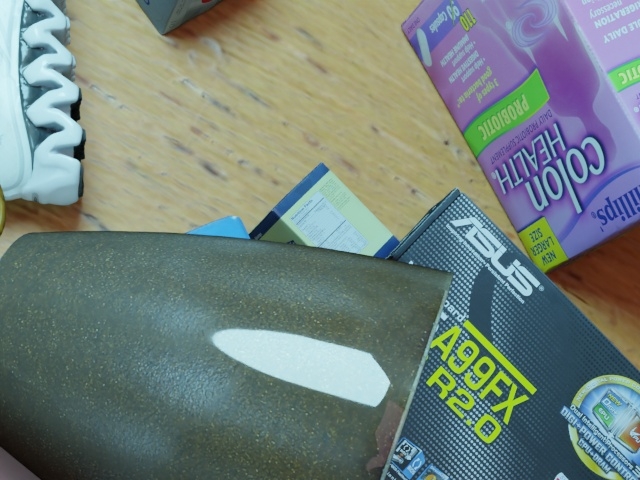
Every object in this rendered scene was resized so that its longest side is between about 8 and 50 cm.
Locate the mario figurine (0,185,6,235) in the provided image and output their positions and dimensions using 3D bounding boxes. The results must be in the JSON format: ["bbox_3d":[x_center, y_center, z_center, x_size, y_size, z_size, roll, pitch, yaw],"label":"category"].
[{"bbox_3d":[-0.353,0.023,0.863,0.321,0.198,0.170,-3,92,17],"label":"mario figurine"}]

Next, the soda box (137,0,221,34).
[{"bbox_3d":[-0.160,-0.308,1.072,0.091,0.098,0.286,-35,87,-23],"label":"soda box"}]

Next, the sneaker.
[{"bbox_3d":[-0.238,-0.166,1.008,0.118,0.110,0.292,-5,76,-9],"label":"sneaker"}]

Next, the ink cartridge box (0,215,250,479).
[{"bbox_3d":[-0.106,0.226,0.897,0.285,0.166,0.395,-24,83,-21],"label":"ink cartridge box"}]

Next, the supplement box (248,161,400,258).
[{"bbox_3d":[0.000,0.000,1.039,0.083,0.083,0.056,46,67,-1],"label":"supplement box"}]

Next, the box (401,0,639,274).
[{"bbox_3d":[0.198,-0.125,1.067,0.117,0.213,0.243,-27,84,-23],"label":"box"}]

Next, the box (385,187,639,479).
[{"bbox_3d":[0.121,0.129,1.053,0.270,0.060,0.216,46,67,-1],"label":"box"}]

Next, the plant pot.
[{"bbox_3d":[-0.070,0.082,0.766,0.230,0.215,0.215,19,69,6],"label":"plant pot"}]
